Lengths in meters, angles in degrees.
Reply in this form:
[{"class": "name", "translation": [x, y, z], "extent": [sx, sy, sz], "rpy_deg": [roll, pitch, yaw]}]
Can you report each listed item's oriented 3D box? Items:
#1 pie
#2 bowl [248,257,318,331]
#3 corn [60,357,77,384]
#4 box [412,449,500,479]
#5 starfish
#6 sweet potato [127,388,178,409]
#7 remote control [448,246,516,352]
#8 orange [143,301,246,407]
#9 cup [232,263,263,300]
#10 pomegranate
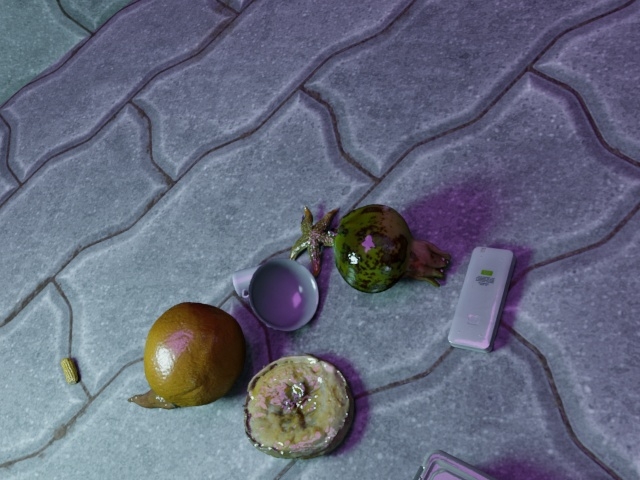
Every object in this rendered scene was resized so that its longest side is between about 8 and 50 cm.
[{"class": "pie", "translation": [-0.055, 0.389, 1.735], "extent": [0.274, 0.055, 0.274], "rpy_deg": [-7, 55, 10]}, {"class": "bowl", "translation": [-0.106, 0.145, 1.897], "extent": [0.086, 0.189, 0.189], "rpy_deg": [-35, 34, 63]}, {"class": "corn", "translation": [-0.719, 0.374, 2.130], "extent": [0.037, 0.037, 0.092], "rpy_deg": [-36, 51, 4]}, {"class": "box", "translation": [0.287, 0.530, 1.451], "extent": [0.227, 0.130, 0.162], "rpy_deg": [20, 73, 36]}, {"class": "starfish", "translation": [0.000, 0.000, 1.979], "extent": [0.175, 0.053, 0.208], "rpy_deg": [10, 73, 21]}, {"class": "sweet potato", "translation": [-0.425, 0.409, 1.939], "extent": [0.226, 0.068, 0.068], "rpy_deg": [-8, 58, 24]}, {"class": "remote control", "translation": [0.372, 0.132, 1.705], "extent": [0.103, 0.034, 0.250], "rpy_deg": [7, 66, 31]}, {"class": "orange", "translation": [-0.313, 0.284, 1.837], "extent": [0.264, 0.264, 0.264], "rpy_deg": [-13, 57, 20]}, {"class": "cup", "translation": [-0.173, 0.113, 1.975], "extent": [0.116, 0.074, 0.104], "rpy_deg": [-17, 36, 13]}, {"class": "pomegranate", "translation": [0.163, 0.017, 1.779], "extent": [0.276, 0.204, 0.222], "rpy_deg": [-3, 45, 23]}]
